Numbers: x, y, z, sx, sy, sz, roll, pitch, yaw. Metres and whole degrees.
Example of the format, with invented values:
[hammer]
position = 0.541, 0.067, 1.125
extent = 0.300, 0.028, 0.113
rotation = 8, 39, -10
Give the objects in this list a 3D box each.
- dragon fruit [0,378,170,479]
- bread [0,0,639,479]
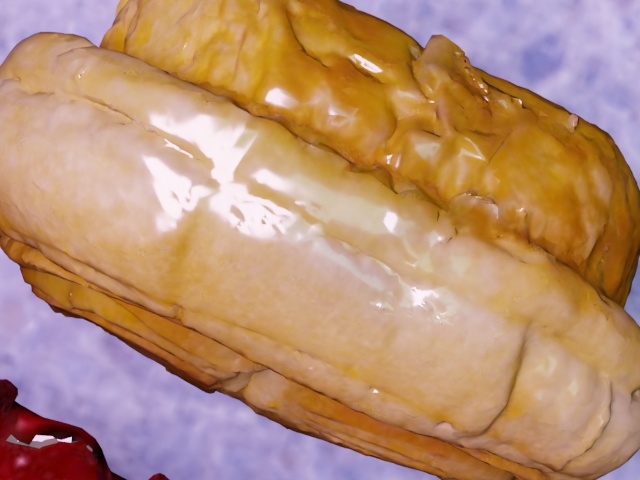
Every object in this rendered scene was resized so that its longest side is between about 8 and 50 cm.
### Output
[dragon fruit]
position = -0.077, 0.186, 0.587
extent = 0.343, 0.100, 0.282
rotation = 35, 102, -23
[bread]
position = 0.000, 0.000, 0.557
extent = 0.236, 0.198, 0.120
rotation = 25, 82, -9
